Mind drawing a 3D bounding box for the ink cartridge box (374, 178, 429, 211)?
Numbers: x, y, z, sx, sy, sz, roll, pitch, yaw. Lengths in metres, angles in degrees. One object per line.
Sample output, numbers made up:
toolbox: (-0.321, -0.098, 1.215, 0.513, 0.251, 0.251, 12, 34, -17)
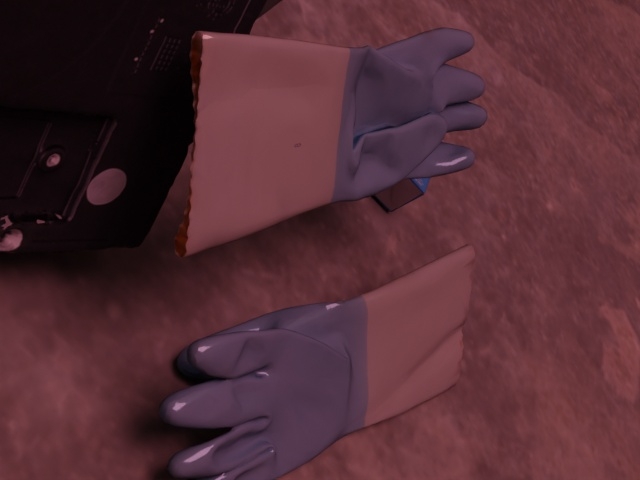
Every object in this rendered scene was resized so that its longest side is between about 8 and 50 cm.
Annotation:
ink cartridge box: (0.044, -0.062, 0.674, 0.048, 0.028, 0.083, 45, 39, -19)

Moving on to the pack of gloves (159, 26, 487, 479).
pack of gloves: (0.000, 0.000, 0.525, 0.232, 0.046, 0.195, -15, 114, -53)

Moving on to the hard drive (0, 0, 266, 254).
hard drive: (-0.145, -0.101, 0.314, 0.339, 0.236, 0.064, -3, 40, -50)

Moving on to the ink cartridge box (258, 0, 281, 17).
ink cartridge box: (-0.103, -0.156, 0.528, 0.175, 0.072, 0.127, -16, 79, -53)
